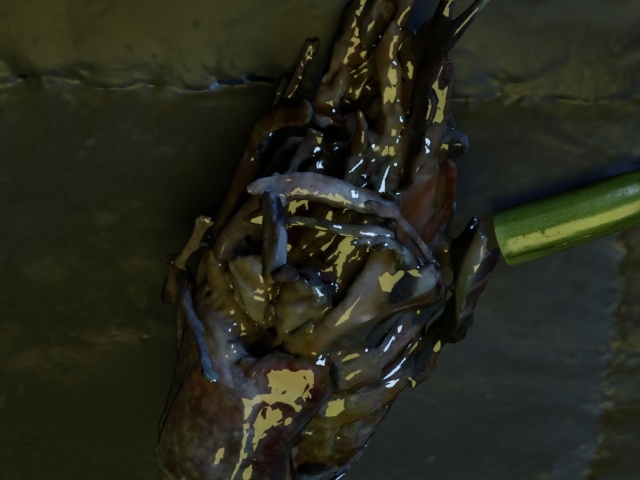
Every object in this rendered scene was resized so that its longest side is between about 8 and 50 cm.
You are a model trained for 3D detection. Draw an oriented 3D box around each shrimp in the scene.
[{"bbox_3d":[0.000,-0.004,0.886,0.145,0.116,0.343,-7,126,-41],"label":"shrimp"}]

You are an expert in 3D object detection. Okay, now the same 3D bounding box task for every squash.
[{"bbox_3d":[0.124,-0.012,0.933,0.083,0.027,0.027,-18,126,14],"label":"squash"}]
